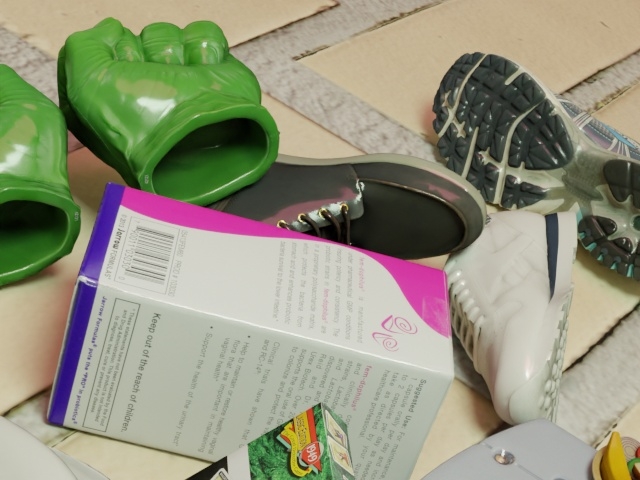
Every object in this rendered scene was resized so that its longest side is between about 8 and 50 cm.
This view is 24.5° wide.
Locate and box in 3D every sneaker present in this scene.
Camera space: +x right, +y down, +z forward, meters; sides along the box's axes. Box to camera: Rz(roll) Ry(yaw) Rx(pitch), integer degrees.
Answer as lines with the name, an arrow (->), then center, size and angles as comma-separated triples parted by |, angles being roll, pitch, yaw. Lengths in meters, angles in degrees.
sneaker -> 0.000, 0.000, 1.026 | 0.222, 0.083, 0.118 | 5, 36, 12
sneaker -> 0.213, -0.056, 1.233 | 0.283, 0.110, 0.122 | 42, 21, 27
sneaker -> 0.128, 0.053, 1.034 | 0.095, 0.090, 0.235 | 8, 28, 6

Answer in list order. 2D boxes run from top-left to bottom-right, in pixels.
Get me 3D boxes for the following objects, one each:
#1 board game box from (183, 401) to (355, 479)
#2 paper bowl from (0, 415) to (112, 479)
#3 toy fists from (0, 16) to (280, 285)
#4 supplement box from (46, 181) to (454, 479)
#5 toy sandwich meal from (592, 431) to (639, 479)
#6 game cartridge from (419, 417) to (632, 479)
board game box -> -0.034, 0.198, 0.684 | 0.030, 0.136, 0.259 | 52, 16, -33
paper bowl -> -0.190, 0.168, 0.585 | 0.284, 0.148, 0.284 | 6, 32, -4
toy fists -> -0.171, -0.072, 0.988 | 0.279, 0.096, 0.142 | -24, 45, -20
supplement box -> -0.040, 0.062, 0.890 | 0.220, 0.114, 0.111 | 14, 32, -6
toy sandwich meal -> 0.202, 0.143, 0.876 | 0.086, 0.029, 0.085 | 13, 33, -9
game cartridge -> 0.114, 0.211, 0.805 | 0.196, 0.060, 0.294 | 35, 35, 17
